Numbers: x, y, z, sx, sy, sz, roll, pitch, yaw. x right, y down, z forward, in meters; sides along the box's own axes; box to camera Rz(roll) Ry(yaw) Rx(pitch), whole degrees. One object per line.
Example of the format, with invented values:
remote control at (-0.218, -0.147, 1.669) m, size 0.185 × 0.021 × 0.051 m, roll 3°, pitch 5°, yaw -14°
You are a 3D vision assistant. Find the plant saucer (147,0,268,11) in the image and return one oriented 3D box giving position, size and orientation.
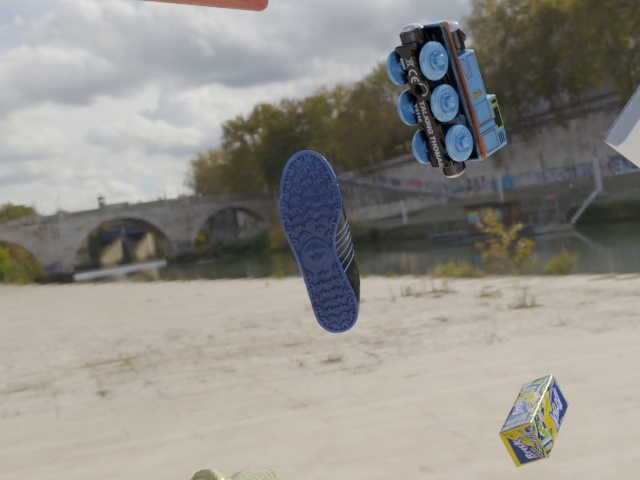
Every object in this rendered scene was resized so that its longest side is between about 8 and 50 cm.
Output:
plant saucer at (-0.188, -0.429, 1.074) m, size 0.259 × 0.258 × 0.048 m, roll 8°, pitch 18°, yaw 11°

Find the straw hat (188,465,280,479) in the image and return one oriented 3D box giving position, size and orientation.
straw hat at (-0.110, 0.270, 0.889) m, size 0.144 × 0.061 × 0.144 m, roll -31°, pitch 22°, yaw 14°

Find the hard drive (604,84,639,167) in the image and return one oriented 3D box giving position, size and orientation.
hard drive at (0.637, -0.172, 1.370) m, size 0.353 × 0.233 × 0.047 m, roll 27°, pitch 11°, yaw -30°

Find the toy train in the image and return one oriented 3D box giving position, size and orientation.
toy train at (0.144, -0.167, 0.987) m, size 0.105 × 0.184 × 0.080 m, roll -33°, pitch 22°, yaw -34°

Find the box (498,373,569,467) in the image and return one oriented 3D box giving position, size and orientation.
box at (0.318, 0.263, 1.269) m, size 0.054 × 0.059 × 0.169 m, roll -27°, pitch 3°, yaw 31°

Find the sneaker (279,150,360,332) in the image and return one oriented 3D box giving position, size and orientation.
sneaker at (0.000, 0.000, 1.092) m, size 0.081 × 0.232 × 0.090 m, roll -10°, pitch 7°, yaw 3°
